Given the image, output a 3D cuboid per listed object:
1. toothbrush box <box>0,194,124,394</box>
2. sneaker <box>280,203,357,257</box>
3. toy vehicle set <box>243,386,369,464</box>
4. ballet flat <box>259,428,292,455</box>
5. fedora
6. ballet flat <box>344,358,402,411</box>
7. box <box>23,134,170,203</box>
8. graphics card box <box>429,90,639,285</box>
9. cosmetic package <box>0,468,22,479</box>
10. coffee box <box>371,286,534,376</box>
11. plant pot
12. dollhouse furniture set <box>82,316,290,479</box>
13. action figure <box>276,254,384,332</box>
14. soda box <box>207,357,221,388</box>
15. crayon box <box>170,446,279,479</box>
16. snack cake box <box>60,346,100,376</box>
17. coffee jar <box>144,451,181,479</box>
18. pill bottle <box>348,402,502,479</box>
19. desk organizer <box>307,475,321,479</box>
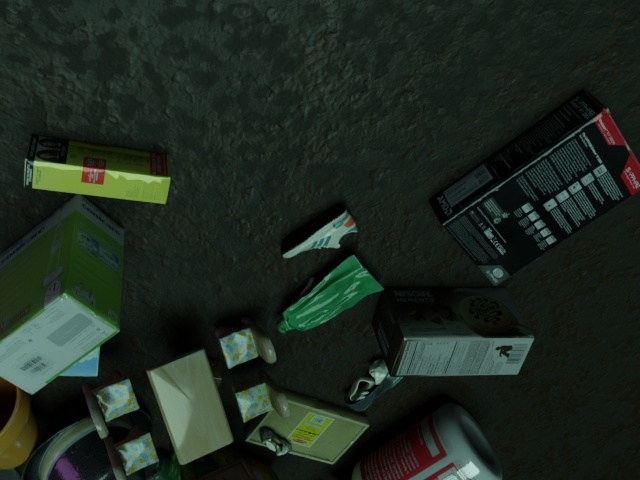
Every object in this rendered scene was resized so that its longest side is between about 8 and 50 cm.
[{"bbox_3d":[-0.454,0.084,1.276,0.206,0.283,0.122,-35,128,13],"label":"toothbrush box"},{"bbox_3d":[0.000,0.000,1.466,0.161,0.057,0.075,-34,121,9],"label":"sneaker"},{"bbox_3d":[-0.033,0.457,1.822,0.267,0.035,0.166,24,118,-28],"label":"toy vehicle set"},{"bbox_3d":[-0.106,0.492,1.781,0.041,0.041,0.114,-34,127,13],"label":"ballet flat"},{"bbox_3d":[-0.484,0.523,1.634,0.334,0.152,0.334,-24,140,-22],"label":"fedora"},{"bbox_3d":[0.127,0.327,1.742,0.074,0.074,0.203,27,119,-29],"label":"ballet flat"},{"bbox_3d":[-0.376,-0.120,1.266,0.232,0.087,0.058,8,124,-18],"label":"box"},{"bbox_3d":[0.431,-0.094,1.476,0.371,0.094,0.233,-38,126,14],"label":"graphics card box"},{"bbox_3d":[-0.736,0.554,1.687,0.060,0.099,0.239,-18,128,0],"label":"cosmetic package"},{"bbox_3d":[0.280,0.196,1.614,0.297,0.168,0.119,2,126,-14],"label":"coffee box"},{"bbox_3d":[-0.670,0.375,1.517,0.205,0.205,0.188,-15,144,-2],"label":"plant pot"},{"bbox_3d":[-0.221,0.417,1.480,0.362,0.256,0.394,-21,110,-19],"label":"dollhouse furniture set"},{"bbox_3d":[0.003,0.122,1.557,0.232,0.063,0.137,-34,129,8],"label":"action figure"},{"bbox_3d":[-0.272,0.345,1.662,0.058,0.061,0.181,10,124,-19],"label":"soda box"},{"bbox_3d":[-0.208,0.572,1.775,0.278,0.165,0.081,35,90,-33],"label":"crayon box"},{"bbox_3d":[-0.550,0.170,1.403,0.264,0.152,0.089,4,125,-17],"label":"snack cake box"},{"bbox_3d":[-0.344,0.587,1.814,0.184,0.079,0.096,32,122,-30],"label":"coffee jar"},{"bbox_3d":[0.230,0.606,1.876,0.407,0.229,0.229,-37,126,15],"label":"pill bottle"},{"bbox_3d":[-0.052,0.683,1.981,0.130,0.050,0.047,-26,128,6],"label":"desk organizer"}]
